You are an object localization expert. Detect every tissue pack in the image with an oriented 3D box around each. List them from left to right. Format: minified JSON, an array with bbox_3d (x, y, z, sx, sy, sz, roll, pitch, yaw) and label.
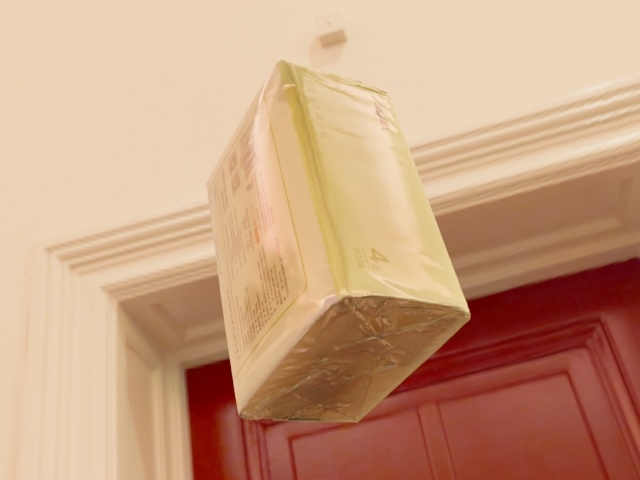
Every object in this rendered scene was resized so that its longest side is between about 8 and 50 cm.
[{"bbox_3d":[0.000,0.000,0.599,0.125,0.234,0.159,12,-46,-30],"label":"tissue pack"}]
